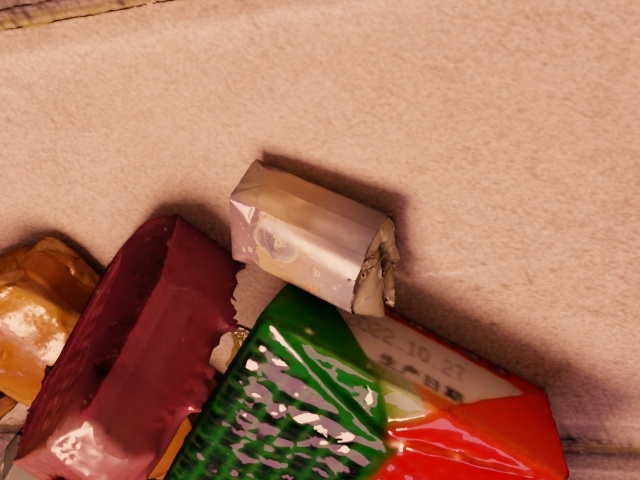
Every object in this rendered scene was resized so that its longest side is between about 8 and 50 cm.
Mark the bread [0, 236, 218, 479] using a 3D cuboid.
[{"bbox_3d":[-0.270,0.150,1.633,0.195,0.148,0.344,-18,127,44],"label":"bread"}]

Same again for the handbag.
[{"bbox_3d":[0.000,0.000,1.349,0.173,0.095,0.117,25,150,13],"label":"handbag"}]

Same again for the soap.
[{"bbox_3d":[-0.194,0.130,1.419,0.127,0.324,0.220,31,146,-15],"label":"soap"}]

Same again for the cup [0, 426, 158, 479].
[{"bbox_3d":[-0.308,0.392,1.917,0.312,0.205,0.205,31,144,-12],"label":"cup"}]

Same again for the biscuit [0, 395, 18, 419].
[{"bbox_3d":[-0.486,0.267,1.887,0.133,0.184,0.027,-34,90,39],"label":"biscuit"}]

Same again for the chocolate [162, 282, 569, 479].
[{"bbox_3d":[0.032,0.238,1.489,0.341,0.161,0.360,28,125,-5],"label":"chocolate"}]

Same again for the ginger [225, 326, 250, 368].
[{"bbox_3d":[-0.067,0.155,1.615,0.057,0.044,0.137,-24,126,24],"label":"ginger"}]
